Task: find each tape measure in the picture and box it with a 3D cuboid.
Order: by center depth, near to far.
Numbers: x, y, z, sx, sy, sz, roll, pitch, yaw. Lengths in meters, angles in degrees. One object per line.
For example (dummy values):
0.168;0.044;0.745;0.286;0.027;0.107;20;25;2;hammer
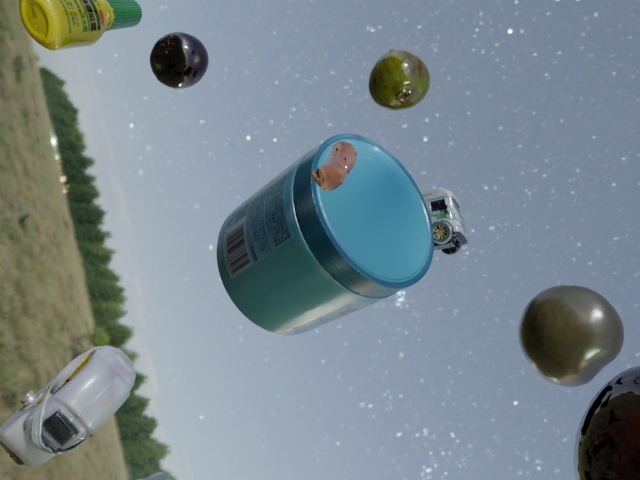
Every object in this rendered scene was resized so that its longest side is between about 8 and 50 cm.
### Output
-0.398;0.261;1.131;0.120;0.236;0.197;52;-36;-13;tape measure

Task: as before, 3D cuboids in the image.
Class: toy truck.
0.194;-0.030;1.804;0.146;0.367;0.175;33;51;-64;toy truck

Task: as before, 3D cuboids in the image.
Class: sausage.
0.020;-0.098;0.913;0.158;0.042;0.036;-57;169;-66;sausage

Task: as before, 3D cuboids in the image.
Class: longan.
0.489;0.185;1.368;0.198;0.198;0.212;69;-25;21;longan

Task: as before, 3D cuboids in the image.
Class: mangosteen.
0.278;0.178;0.489;0.200;0.199;0.200;167;-90;-70;mangosteen
-0.356;-0.452;1.762;0.152;0.152;0.153;167;-90;-70;mangosteen

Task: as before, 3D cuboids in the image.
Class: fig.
0.188;-0.402;1.646;0.142;0.147;0.186;-41;-130;52;fig

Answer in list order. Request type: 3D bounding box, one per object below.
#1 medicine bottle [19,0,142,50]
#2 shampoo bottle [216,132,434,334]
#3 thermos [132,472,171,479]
-0.358;-0.348;1.066;0.095;0.064;0.260;66;21;-12;medicine bottle
0.000;0.000;1.444;0.342;0.331;0.331;-30;-108;42;shampoo bottle
-0.383;0.521;1.179;0.145;0.286;0.182;-45;-120;55;thermos
